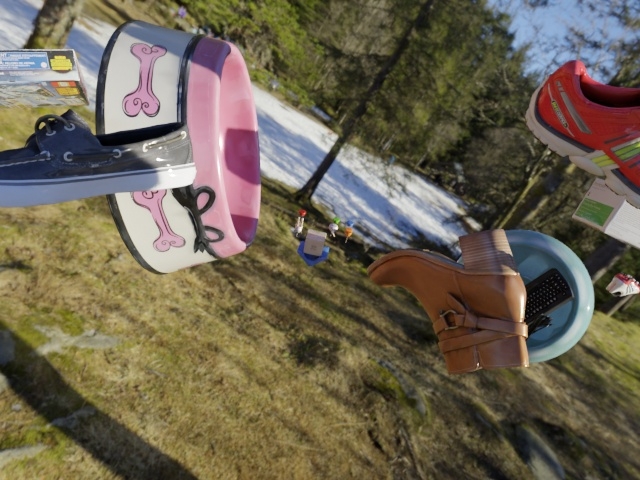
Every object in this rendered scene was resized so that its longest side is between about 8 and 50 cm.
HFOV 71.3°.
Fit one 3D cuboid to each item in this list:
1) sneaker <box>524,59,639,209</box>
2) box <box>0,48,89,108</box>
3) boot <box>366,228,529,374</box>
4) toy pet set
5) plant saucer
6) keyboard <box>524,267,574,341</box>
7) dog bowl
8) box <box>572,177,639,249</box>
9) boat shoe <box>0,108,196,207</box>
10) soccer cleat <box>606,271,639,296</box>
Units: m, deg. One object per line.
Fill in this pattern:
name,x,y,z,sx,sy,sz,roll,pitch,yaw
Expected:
sneaker,0.386,-0.121,0.528,0.279,0.118,0.107,36,52,16
box,-0.271,-0.146,0.412,0.094,0.027,0.137,-10,11,-23
boot,0.210,0.117,0.769,0.109,0.283,0.220,7,72,-52
toy pet set,0.000,0.000,0.939,0.122,0.065,0.114,13,32,1
plant saucer,0.461,0.130,1.047,0.317,0.317,0.044,43,14,21
keyboard,0.429,0.146,0.925,0.038,0.192,0.100,10,44,-44
dog bowl,-0.201,-0.149,0.751,0.150,0.408,0.408,-1,23,2
box,0.534,-0.046,0.790,0.102,0.087,0.101,24,16,-8
boat shoe,-0.219,-0.081,0.407,0.228,0.076,0.080,-12,26,-41
soccer cleat,0.460,0.070,0.676,0.083,0.035,0.029,15,31,-40
